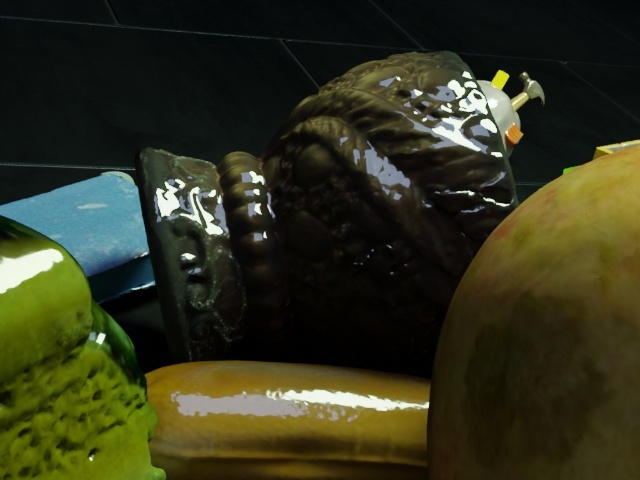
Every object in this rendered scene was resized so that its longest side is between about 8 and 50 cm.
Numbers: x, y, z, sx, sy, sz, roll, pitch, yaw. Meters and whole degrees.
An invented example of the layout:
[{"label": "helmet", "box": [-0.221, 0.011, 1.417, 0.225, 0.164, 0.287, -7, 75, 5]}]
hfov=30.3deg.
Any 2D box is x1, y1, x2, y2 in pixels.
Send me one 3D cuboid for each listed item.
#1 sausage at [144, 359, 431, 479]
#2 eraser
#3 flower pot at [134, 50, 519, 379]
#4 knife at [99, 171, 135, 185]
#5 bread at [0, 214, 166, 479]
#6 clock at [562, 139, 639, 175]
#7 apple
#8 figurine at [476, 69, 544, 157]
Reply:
[{"label": "sausage", "box": [0.026, 0.142, 0.845, 0.328, 0.112, 0.112, 6, 27, -15]}, {"label": "eraser", "box": [-0.260, 0.020, 1.011, 0.312, 0.042, 0.144, -20, 41, -40]}, {"label": "flower pot", "box": [0.000, 0.000, 0.939, 0.267, 0.266, 0.266, -12, 29, -4]}, {"label": "knife", "box": [-0.184, -0.027, 1.180, 0.044, 0.023, 0.162, -6, 32, -23]}, {"label": "bread", "box": [-0.268, 0.126, 0.604, 0.208, 0.251, 0.376, -1, 18, 28]}, {"label": "clock", "box": [0.387, -0.006, 1.212, 0.310, 0.166, 0.235, 13, 26, 7]}, {"label": "apple", "box": [0.235, 0.106, 0.685, 0.364, 0.363, 0.364, 9, 26, -5]}, {"label": "figurine", "box": [0.166, -0.144, 1.472, 0.229, 0.112, 0.137, -4, 57, -16]}]
